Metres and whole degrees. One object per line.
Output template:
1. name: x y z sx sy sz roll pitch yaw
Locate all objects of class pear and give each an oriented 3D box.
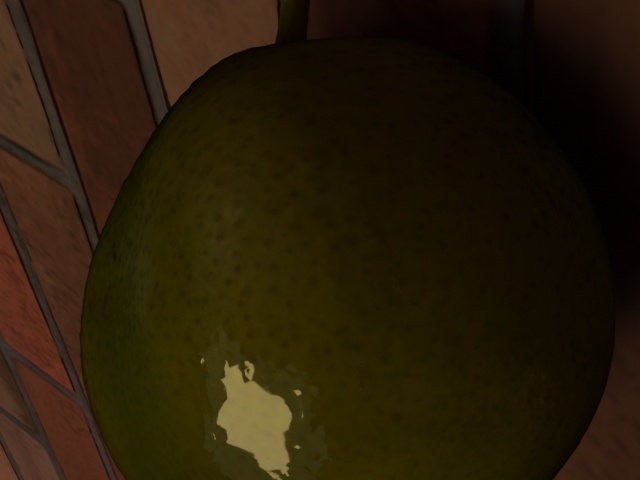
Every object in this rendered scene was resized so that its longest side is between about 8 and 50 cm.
1. pear: 0.000 0.000 0.429 0.180 0.166 0.216 155 101 -73
